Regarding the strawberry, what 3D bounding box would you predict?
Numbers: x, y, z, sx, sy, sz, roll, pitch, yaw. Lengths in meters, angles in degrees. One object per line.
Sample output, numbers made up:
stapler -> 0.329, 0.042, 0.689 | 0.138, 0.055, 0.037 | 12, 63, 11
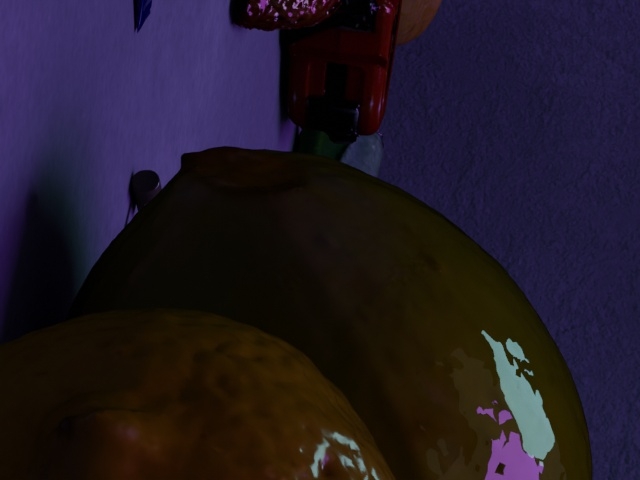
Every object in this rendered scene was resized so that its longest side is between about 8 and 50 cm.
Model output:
strawberry -> -0.013, -0.245, 1.732 | 0.192, 0.085, 0.140 | -42, 150, -82

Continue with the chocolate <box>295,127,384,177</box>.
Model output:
chocolate -> 0.000, 0.000, 2.215 | 0.110, 0.110, 0.291 | 88, 12, -59

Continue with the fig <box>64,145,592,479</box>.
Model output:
fig -> -0.006, 0.114, 1.109 | 0.343, 0.343, 0.343 | 7, 90, -85

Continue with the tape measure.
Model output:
tape measure -> 0.026, -0.232, 2.112 | 0.253, 0.114, 0.260 | -78, 176, -48

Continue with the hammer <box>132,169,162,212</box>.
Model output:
hammer -> -0.127, 0.007, 1.303 | 0.035, 0.019, 0.110 | 87, 16, -60

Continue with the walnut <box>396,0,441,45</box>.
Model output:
walnut -> 0.078, -0.330, 2.336 | 0.159, 0.159, 0.206 | -68, 159, -70

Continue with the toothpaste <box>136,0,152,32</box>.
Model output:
toothpaste -> -0.111, -0.171, 1.247 | 0.024, 0.015, 0.083 | -66, 169, -46

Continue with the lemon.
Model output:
lemon -> -0.076, 0.157, 0.831 | 0.267, 0.267, 0.267 | 7, 90, -85
